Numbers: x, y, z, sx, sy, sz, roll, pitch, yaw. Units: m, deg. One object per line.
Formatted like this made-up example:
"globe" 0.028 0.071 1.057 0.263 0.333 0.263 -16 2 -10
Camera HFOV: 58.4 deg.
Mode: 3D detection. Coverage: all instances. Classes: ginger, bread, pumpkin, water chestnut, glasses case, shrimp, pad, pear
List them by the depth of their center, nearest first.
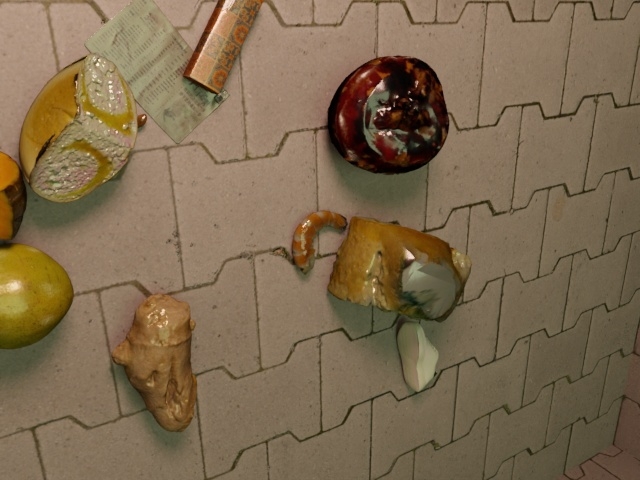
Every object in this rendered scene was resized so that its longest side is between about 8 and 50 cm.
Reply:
"pumpkin" -0.628 -0.082 0.985 0.248 0.125 0.130 6 133 -8
"bread" -0.440 -0.209 1.040 0.260 0.156 0.158 -49 149 8
"pear" -0.566 0.103 1.056 0.198 0.198 0.198 -12 114 -29
"pad" -0.318 -0.339 1.151 0.159 0.009 0.265 -47 125 -9
"glasses case" -0.196 -0.414 1.168 0.075 0.049 0.218 25 90 -37
"ginger" -0.355 0.287 1.292 0.190 0.126 0.353 -23 117 -30
"water chestnut" 0.172 -0.286 1.324 0.300 0.300 0.299 -12 114 -29
"shrimp" 0.000 0.000 1.467 0.166 0.049 0.160 -14 114 -36
"bread" 0.250 0.096 1.528 0.396 0.264 0.239 16 95 -35

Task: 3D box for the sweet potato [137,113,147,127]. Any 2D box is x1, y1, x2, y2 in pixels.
"sweet potato" -0.414 -0.193 1.124 0.179 0.044 0.044 -51 126 -13

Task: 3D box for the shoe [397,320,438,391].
"shoe" 0.309 0.340 1.767 0.110 0.095 0.264 -25 125 -29
